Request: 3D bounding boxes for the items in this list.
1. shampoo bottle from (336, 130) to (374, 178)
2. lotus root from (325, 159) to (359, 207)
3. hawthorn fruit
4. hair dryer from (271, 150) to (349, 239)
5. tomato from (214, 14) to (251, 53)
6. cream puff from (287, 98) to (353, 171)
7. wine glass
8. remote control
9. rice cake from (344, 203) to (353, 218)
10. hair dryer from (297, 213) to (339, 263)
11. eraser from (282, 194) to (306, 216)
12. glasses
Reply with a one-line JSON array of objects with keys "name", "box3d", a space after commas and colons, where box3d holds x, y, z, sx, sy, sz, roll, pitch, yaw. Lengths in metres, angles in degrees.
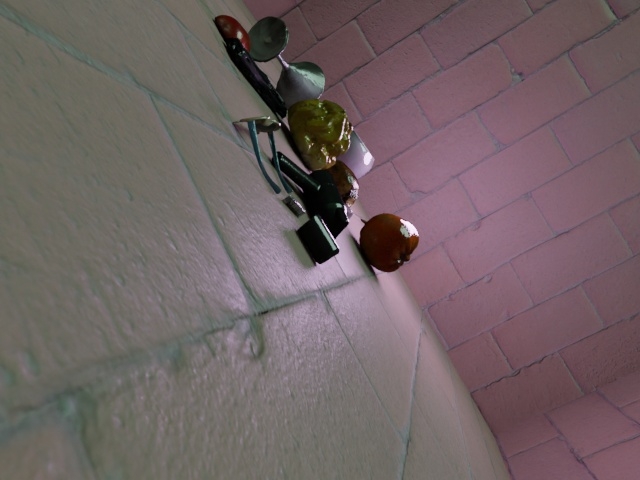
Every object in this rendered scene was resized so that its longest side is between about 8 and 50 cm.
[{"name": "shampoo bottle", "box3d": [0.149, -0.470, 2.613, 0.273, 0.266, 0.273, 51, 15, -19]}, {"name": "lotus root", "box3d": [0.108, -0.320, 2.360, 0.314, 0.141, 0.169, 61, 6, 21]}, {"name": "hawthorn fruit", "box3d": [0.299, -0.012, 2.141, 0.298, 0.277, 0.277, 43, 4, 22]}, {"name": "hair dryer", "box3d": [-0.037, -0.148, 1.390, 0.302, 0.116, 0.244, 34, 26, -42]}, {"name": "tomato", "box3d": [-0.332, -0.810, 1.802, 0.167, 0.082, 0.174, 59, 10, 9]}, {"name": "cream puff", "box3d": [0.012, -0.468, 1.966, 0.324, 0.256, 0.291, 57, 17, -46]}, {"name": "wine glass", "box3d": [-0.159, -0.789, 2.049, 0.267, 0.267, 0.406, 63, 11, 17]}, {"name": "remote control", "box3d": [-0.241, -0.639, 1.815, 0.399, 0.062, 0.145, 42, 20, -59]}, {"name": "rice cake", "box3d": [0.100, -0.150, 2.105, 0.049, 0.055, 0.270, 59, 12, 19]}, {"name": "hair dryer", "box3d": [-0.001, -0.001, 1.253, 0.114, 0.070, 0.248, 59, 2, 1]}, {"name": "eraser", "box3d": [-0.070, -0.093, 1.228, 0.099, 0.027, 0.019, 46, 16, -49]}, {"name": "glasses", "box3d": [-0.121, -0.237, 1.215, 0.221, 0.088, 0.189, 60, 10, 1]}]
